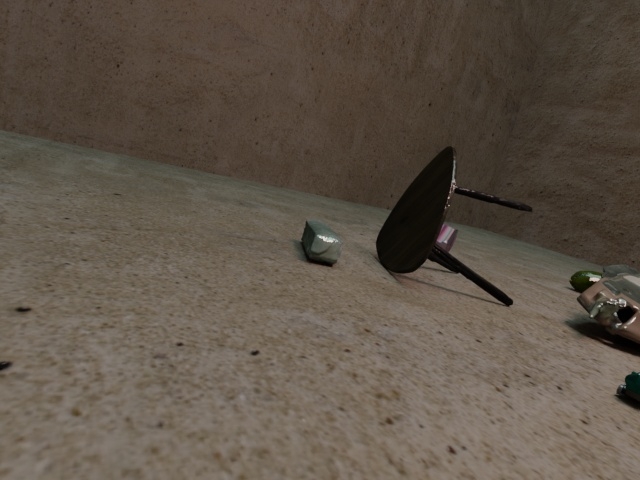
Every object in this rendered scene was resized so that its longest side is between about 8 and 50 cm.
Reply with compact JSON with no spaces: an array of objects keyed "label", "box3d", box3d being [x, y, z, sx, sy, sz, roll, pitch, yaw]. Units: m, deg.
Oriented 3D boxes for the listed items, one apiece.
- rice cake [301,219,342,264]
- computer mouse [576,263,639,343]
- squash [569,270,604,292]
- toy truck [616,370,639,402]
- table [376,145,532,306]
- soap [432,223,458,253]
[{"label":"rice cake","box3d":[0.000,0.000,0.898,0.069,0.064,0.206,15,10,-9]},{"label":"computer mouse","box3d":[0.647,0.155,0.834,0.388,0.115,0.199,-6,30,-33]},{"label":"squash","box3d":[0.970,0.167,1.274,0.331,0.087,0.087,20,11,19]},{"label":"toy truck","box3d":[0.418,0.187,0.517,0.083,0.044,0.039,7,15,-34]},{"label":"table","box3d":[0.314,0.010,0.933,0.248,0.318,0.317,26,8,-11]},{"label":"soap","box3d":[0.396,0.004,1.307,0.056,0.100,0.149,24,39,22]}]
